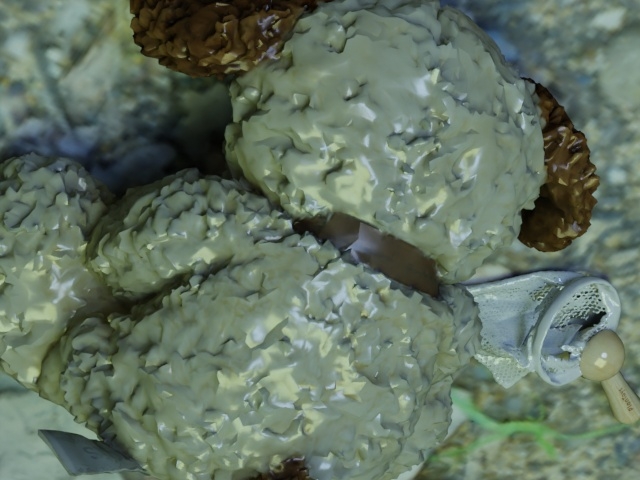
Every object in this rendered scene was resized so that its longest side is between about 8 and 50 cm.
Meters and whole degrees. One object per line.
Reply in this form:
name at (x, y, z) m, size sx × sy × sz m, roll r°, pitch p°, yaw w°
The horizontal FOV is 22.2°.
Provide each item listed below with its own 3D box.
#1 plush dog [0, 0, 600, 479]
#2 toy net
plush dog at (0.000, 0.000, 0.693) m, size 0.262 × 0.210 × 0.225 m, roll 23°, pitch 96°, yaw -23°
toy net at (0.179, 0.059, 0.824) m, size 0.232 × 0.045 × 0.122 m, roll 16°, pitch 125°, yaw -17°
